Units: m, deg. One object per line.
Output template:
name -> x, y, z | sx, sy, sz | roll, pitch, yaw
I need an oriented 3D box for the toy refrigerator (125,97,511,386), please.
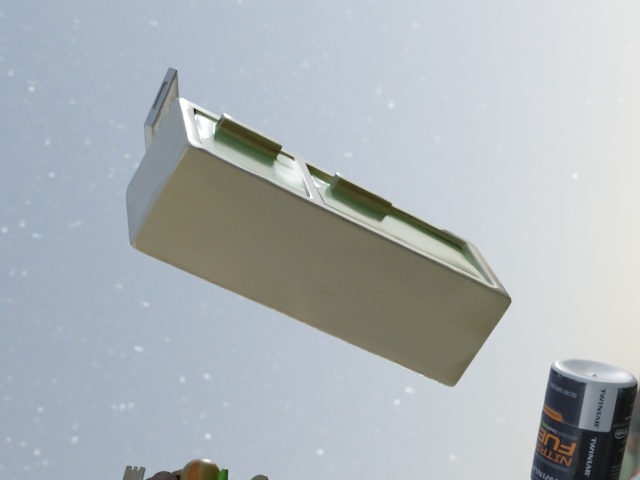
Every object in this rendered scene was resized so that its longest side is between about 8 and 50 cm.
toy refrigerator -> 0.000, 0.000, 0.879 | 0.094, 0.269, 0.102 | -59, 21, 17

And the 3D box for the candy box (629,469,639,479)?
candy box -> 0.422, 0.414, 1.299 | 0.268, 0.317, 0.122 | -44, -3, -6

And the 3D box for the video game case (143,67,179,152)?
video game case -> -0.249, -0.170, 1.909 | 0.157, 0.019, 0.143 | 94, -172, -47

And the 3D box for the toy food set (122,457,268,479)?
toy food set -> -0.168, 0.328, 1.469 | 0.038, 0.192, 0.132 | 68, -153, -53

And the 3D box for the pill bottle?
pill bottle -> 0.385, 0.308, 1.783 | 0.130, 0.130, 0.246 | -23, -58, -69
